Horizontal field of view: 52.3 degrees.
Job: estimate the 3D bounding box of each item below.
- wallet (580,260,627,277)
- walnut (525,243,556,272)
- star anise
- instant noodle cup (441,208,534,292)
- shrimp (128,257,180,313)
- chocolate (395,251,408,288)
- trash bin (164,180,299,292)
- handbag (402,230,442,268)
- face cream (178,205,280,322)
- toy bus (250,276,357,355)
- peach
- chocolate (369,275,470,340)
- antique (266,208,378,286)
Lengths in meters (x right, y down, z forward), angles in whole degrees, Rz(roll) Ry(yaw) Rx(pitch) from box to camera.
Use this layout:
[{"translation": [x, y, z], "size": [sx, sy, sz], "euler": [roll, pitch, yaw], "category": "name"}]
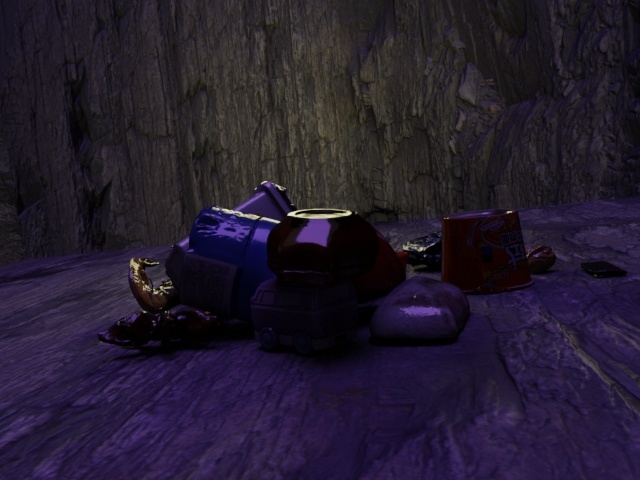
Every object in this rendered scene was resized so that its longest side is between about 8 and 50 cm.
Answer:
[{"translation": [0.744, 0.074, 1.722], "size": [0.082, 0.018, 0.156], "euler": [-5, 6, 5], "category": "wallet"}, {"translation": [0.606, 0.050, 1.818], "size": [0.096, 0.082, 0.079], "euler": [-15, 38, -13], "category": "walnut"}, {"translation": [-0.342, 0.196, 1.441], "size": [0.288, 0.088, 0.288], "euler": [-7, -7, -1], "category": "star anise"}, {"translation": [0.426, 0.023, 1.721], "size": [0.251, 0.192, 0.250], "euler": [-7, 6, 1], "category": "instant noodle cup"}, {"translation": [-0.489, 0.125, 1.908], "size": [0.075, 0.178, 0.289], "euler": [-30, -1, 17], "category": "shrimp"}, {"translation": [0.091, 0.096, 1.807], "size": [0.238, 0.107, 0.235], "euler": [-3, 8, 39], "category": "chocolate"}, {"translation": [-0.231, 0.039, 1.817], "size": [0.368, 0.255, 0.296], "euler": [-32, -5, -34], "category": "trash bin"}, {"translation": [0.396, 0.027, 2.096], "size": [0.260, 0.113, 0.162], "euler": [-13, 3, -37], "category": "handbag"}, {"translation": [-0.193, 0.057, 1.515], "size": [0.225, 0.248, 0.249], "euler": [14, 7, 1], "category": "face cream"}, {"translation": [-0.037, 0.144, 1.326], "size": [0.203, 0.142, 0.142], "euler": [0, 9, 42], "category": "toy bus"}, {"translation": [0.062, 0.068, 1.524], "size": [0.275, 0.245, 0.248], "euler": [-7, 16, -18], "category": "peach"}, {"translation": [0.213, 0.138, 1.377], "size": [0.185, 0.100, 0.303], "euler": [0, 9, 19], "category": "chocolate"}, {"translation": [0.005, 0.010, 1.273], "size": [0.224, 0.128, 0.278], "euler": [3, 10, 21], "category": "antique"}]
